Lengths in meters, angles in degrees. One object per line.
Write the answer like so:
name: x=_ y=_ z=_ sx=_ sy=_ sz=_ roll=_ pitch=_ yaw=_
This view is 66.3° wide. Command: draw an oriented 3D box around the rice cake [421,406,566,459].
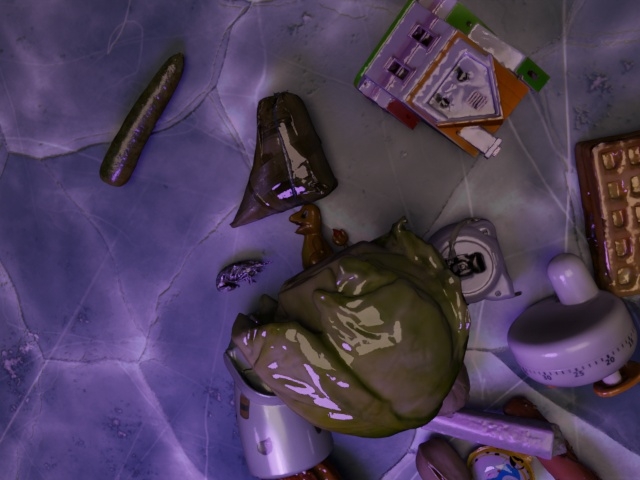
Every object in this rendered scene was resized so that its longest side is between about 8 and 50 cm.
rice cake: x=0.345 y=0.411 z=1.089 sx=0.365 sy=0.056 sz=0.072 roll=5 pitch=96 yaw=28

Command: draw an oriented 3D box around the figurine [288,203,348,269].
figurine: x=0.003 y=-0.003 z=1.120 sx=0.122 sy=0.121 sz=0.176 roll=-15 pitch=87 yaw=-15

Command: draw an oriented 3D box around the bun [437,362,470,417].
bun: x=0.243 y=0.301 z=1.078 sx=0.173 sy=0.113 sz=0.166 roll=17 pitch=76 yaw=27

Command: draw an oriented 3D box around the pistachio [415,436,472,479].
pistachio: x=0.287 y=0.534 z=1.138 sx=0.149 sy=0.113 sz=0.113 roll=44 pitch=107 yaw=30

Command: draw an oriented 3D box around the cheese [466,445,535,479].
cheese: x=0.398 y=0.571 z=1.148 sx=0.156 sy=0.064 sz=0.250 roll=35 pitch=116 yaw=11

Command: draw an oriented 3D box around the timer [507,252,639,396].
timer: x=0.487 y=0.168 z=0.974 sx=0.233 sy=0.233 sz=0.240 roll=-28 pitch=97 yaw=14

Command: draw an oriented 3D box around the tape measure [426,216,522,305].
tape measure: x=0.310 y=0.057 z=1.053 sx=0.178 sy=0.105 sz=0.196 roll=-24 pitch=96 yaw=15

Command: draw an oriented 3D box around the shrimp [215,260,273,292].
shrimp: x=-0.185 y=0.080 z=1.181 sx=0.165 sy=0.056 sz=0.065 roll=-17 pitch=81 yaw=23

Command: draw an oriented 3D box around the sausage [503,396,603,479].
sausage: x=0.537 y=0.488 z=1.095 sx=0.079 sy=0.087 sz=0.326 roll=-41 pitch=90 yaw=28

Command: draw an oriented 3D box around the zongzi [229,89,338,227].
zongzi: x=-0.129 y=-0.178 z=1.092 sx=0.274 sy=0.125 sz=0.250 roll=-19 pitch=97 yaw=20

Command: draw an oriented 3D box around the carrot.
carrot: x=-0.419 y=-0.285 z=1.155 sx=0.074 sy=0.074 sz=0.358 roll=35 pitch=103 yaw=3

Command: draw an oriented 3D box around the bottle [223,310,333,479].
bottle: x=-0.101 y=0.338 z=1.136 sx=0.229 sy=0.229 sz=0.351 roll=-13 pitch=90 yaw=13

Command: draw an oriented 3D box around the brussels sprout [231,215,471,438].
brussels sprout: x=0.087 y=0.196 z=0.934 sx=0.425 sy=0.342 sz=0.361 roll=-30 pitch=92 yaw=4

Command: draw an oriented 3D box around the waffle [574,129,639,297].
waffle: x=0.647 y=-0.058 z=0.973 sx=0.224 sy=0.098 sz=0.327 roll=-11 pitch=100 yaw=14

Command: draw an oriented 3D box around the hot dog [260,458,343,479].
hot dog: x=-0.005 y=0.710 z=1.196 sx=0.267 sy=0.174 sz=0.387 roll=-24 pitch=95 yaw=16

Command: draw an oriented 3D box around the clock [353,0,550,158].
clock: x=0.261 y=-0.308 z=0.970 sx=0.309 sy=0.166 sz=0.235 roll=40 pitch=105 yaw=10
